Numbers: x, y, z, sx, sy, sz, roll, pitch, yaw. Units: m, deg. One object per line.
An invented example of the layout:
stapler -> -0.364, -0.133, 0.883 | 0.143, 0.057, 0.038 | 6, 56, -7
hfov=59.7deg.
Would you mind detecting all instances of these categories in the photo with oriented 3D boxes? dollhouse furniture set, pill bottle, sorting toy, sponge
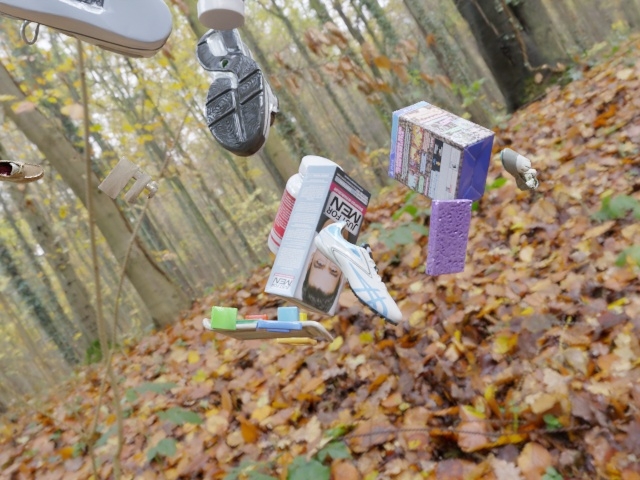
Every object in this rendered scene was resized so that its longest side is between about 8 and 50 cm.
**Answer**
dollhouse furniture set -> -0.606, -0.167, 1.774 | 0.123, 0.144, 0.151 | -55, 18, -11
pill bottle -> -0.053, -0.122, 2.250 | 0.229, 0.229, 0.407 | -35, -29, -57
sorting toy -> -0.080, 0.142, 0.943 | 0.196, 0.047, 0.347 | 1, -15, 6
pill bottle -> -0.218, -0.586, 1.216 | 0.121, 0.221, 0.121 | -3, -5, 0
sponge -> 0.352, -0.010, 1.531 | 0.117, 0.210, 0.031 | -5, 17, -25

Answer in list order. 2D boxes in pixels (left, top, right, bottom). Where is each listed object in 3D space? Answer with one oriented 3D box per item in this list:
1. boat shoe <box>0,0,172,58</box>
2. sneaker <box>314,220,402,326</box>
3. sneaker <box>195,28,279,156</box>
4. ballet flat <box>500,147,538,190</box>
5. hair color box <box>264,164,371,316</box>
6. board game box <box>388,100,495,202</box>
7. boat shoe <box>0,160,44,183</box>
boat shoe -> -0.441, -0.395, 0.929 | 0.367, 0.136, 0.156 | 12, -12, -24
sneaker -> 0.085, 0.062, 1.084 | 0.086, 0.237, 0.085 | -39, -12, 3
sneaker -> -0.165, -0.342, 1.428 | 0.169, 0.447, 0.257 | -29, -37, 15
ballet flat -> 0.593, -0.212, 1.641 | 0.068, 0.072, 0.213 | 0, -22, 36
hair color box -> 0.000, 0.000, 1.535 | 0.113, 0.185, 0.374 | 7, 73, 41
board game box -> 0.366, -0.264, 1.739 | 0.141, 0.291, 0.232 | -26, -45, -28
boat shoe -> -0.722, -0.163, 1.311 | 0.135, 0.050, 0.045 | -7, -11, -34
